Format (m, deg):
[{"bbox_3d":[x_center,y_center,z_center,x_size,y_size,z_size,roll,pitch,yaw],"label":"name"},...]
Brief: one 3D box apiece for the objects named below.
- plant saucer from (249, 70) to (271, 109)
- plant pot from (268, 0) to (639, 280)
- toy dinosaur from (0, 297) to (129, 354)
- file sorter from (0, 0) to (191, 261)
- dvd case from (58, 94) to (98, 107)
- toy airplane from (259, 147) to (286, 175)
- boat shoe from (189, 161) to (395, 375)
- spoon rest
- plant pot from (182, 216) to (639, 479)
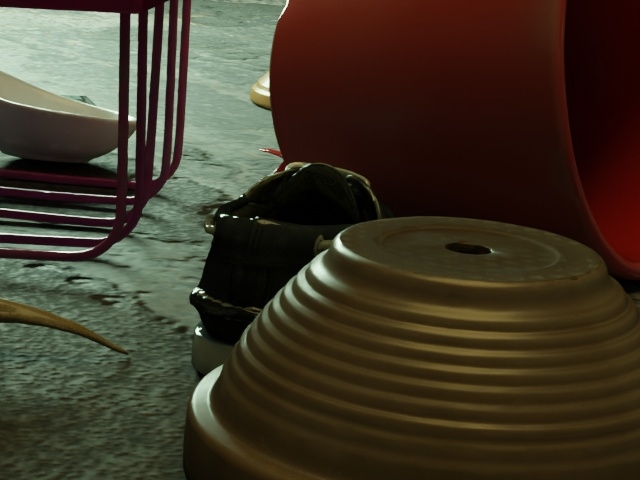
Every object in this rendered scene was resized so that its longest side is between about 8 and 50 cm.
[{"bbox_3d":[0.025,-0.161,1.768,0.200,0.037,0.200,4,13,-1],"label":"plant saucer"},{"bbox_3d":[0.116,-0.111,1.161,0.243,0.275,0.275,0,9,34],"label":"plant pot"},{"bbox_3d":[-0.196,0.034,0.856,0.183,0.053,0.092,6,12,8],"label":"toy dinosaur"},{"bbox_3d":[-0.201,-0.102,1.141,0.202,0.182,0.290,4,13,3],"label":"file sorter"},{"bbox_3d":[-0.275,-0.127,1.582,0.119,0.013,0.087,1,14,-18],"label":"dvd case"},{"bbox_3d":[0.011,-0.064,1.379,0.151,0.028,0.151,5,14,-1],"label":"toy airplane"},{"bbox_3d":[0.000,0.000,0.972,0.114,0.091,0.302,6,14,5],"label":"boat shoe"},{"bbox_3d":[-0.283,-0.117,1.376,0.276,0.084,0.137,7,6,17],"label":"spoon rest"},{"bbox_3d":[0.059,0.055,0.731,0.237,0.109,0.237,3,14,-1],"label":"plant pot"}]
